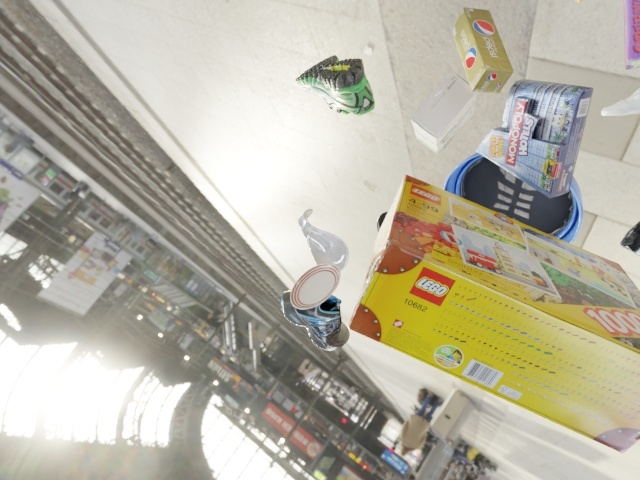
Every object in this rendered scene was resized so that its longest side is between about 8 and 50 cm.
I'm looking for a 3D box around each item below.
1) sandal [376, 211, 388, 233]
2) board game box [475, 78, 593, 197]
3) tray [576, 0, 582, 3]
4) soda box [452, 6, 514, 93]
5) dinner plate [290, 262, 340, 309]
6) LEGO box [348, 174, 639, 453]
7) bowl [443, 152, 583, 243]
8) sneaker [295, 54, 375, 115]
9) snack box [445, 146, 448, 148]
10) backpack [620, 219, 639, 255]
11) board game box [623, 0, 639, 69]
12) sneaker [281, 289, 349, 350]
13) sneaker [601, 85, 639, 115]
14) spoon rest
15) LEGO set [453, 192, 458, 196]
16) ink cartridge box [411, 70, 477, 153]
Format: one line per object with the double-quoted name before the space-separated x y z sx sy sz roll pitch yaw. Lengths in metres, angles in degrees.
"sandal" 0.219 0.036 1.275 0.054 0.097 0.254 127 130 -73
"board game box" 0.402 -0.207 0.852 0.194 0.060 0.194 38 138 52
"tray" 0.811 -0.813 1.116 0.076 0.203 0.411 65 -170 10
"soda box" 0.322 -0.382 0.872 0.062 0.181 0.058 0 153 -11
"dinner plate" -0.010 0.112 1.046 0.141 0.141 0.017 16 149 54
"LEGO box" 0.343 0.100 0.838 0.501 0.193 0.372 24 -152 4
"bowl" 0.565 -0.107 1.300 0.392 0.077 0.390 27 141 24
"sneaker" 0.035 -0.423 1.229 0.146 0.134 0.343 60 175 -33
"snack box" 0.512 -0.418 1.857 0.178 0.022 0.064 -59 -44 -78
"backpack" 1.177 0.013 1.319 0.355 0.290 0.273 49 142 24
"board game box" 0.563 -0.445 0.630 0.208 0.346 0.056 0 179 28
"sneaker" 0.020 0.252 1.385 0.140 0.124 0.341 -22 140 22
"sneaker" 1.061 -0.473 1.454 0.212 0.080 0.094 -1 101 48
"spoon rest" 0.000 0.000 1.531 0.084 0.137 0.276 5 -138 -52
"LEGO set" 0.418 -0.120 1.354 0.083 0.024 0.054 3 110 67
"ink cartridge box" 0.343 -0.345 1.208 0.093 0.160 0.219 42 -169 12
